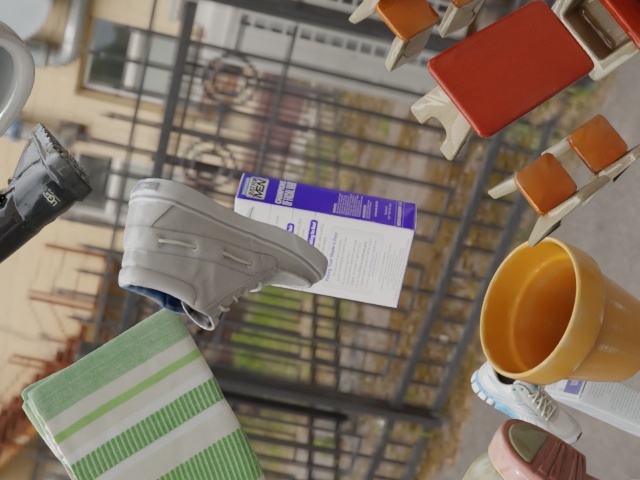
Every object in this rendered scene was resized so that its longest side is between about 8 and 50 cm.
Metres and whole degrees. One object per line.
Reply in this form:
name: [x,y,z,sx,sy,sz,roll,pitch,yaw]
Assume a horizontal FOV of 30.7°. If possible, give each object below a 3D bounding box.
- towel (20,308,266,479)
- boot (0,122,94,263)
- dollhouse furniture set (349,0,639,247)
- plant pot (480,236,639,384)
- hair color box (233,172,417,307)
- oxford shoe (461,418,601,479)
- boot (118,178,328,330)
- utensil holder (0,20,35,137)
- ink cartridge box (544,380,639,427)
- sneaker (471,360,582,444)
towel: [-0.236,0.291,1.636,0.325,0.247,0.038,61,166,-7]
boot: [-0.672,-0.026,2.315,0.445,0.146,0.367,-42,19,-2]
dollhouse furniture set: [0.203,-0.173,1.021,0.259,0.262,0.135,-33,-8,-30]
plant pot: [0.365,0.119,1.667,0.205,0.187,0.205,-40,40,44]
hair color box: [0.000,0.000,2.212,0.110,0.338,0.185,-82,2,-56]
oxford shoe: [0.340,0.380,1.402,0.146,0.397,0.140,-53,-4,26]
boot: [-0.102,0.037,1.218,0.095,0.258,0.123,-9,64,48]
utensil holder: [-0.574,-0.265,1.349,0.327,0.385,0.327,-36,-13,-9]
ink cartridge box: [0.593,0.323,2.113,0.324,0.330,0.071,91,-158,-84]
sneaker: [0.325,0.247,1.810,0.071,0.190,0.083,-47,-16,-38]
